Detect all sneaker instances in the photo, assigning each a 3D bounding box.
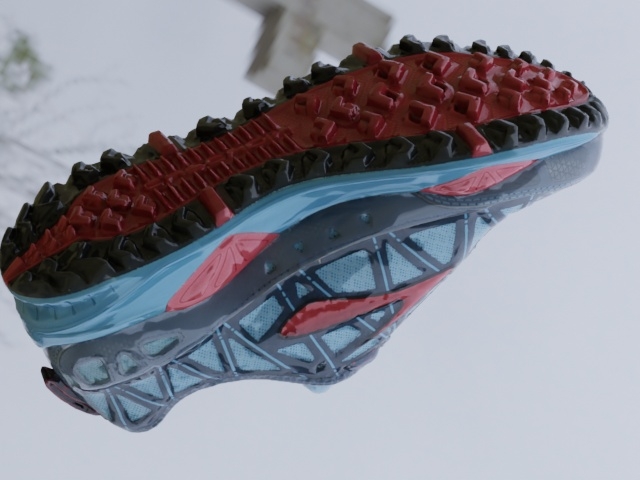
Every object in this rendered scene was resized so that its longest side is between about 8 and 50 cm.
[{"bbox_3d":[0.000,0.000,0.775,0.262,0.125,0.104,-19,-142,-8],"label":"sneaker"}]
